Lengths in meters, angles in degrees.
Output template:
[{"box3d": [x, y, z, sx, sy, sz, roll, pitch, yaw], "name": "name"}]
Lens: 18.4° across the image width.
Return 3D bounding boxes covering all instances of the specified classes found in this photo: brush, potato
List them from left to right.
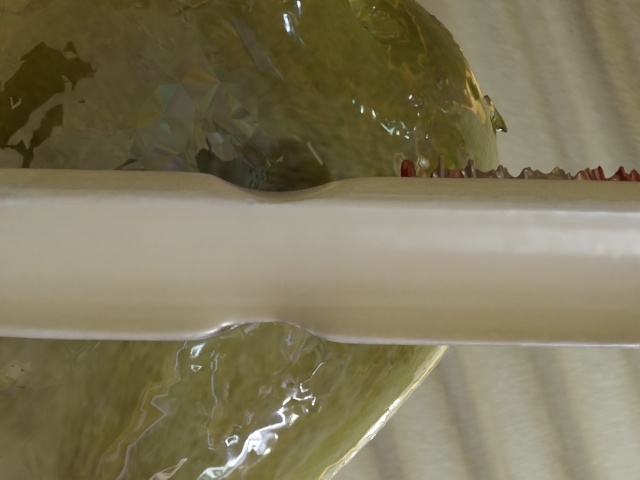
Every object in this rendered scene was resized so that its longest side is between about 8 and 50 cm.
[{"box3d": [-0.097, 0.014, 0.781, 0.270, 0.219, 0.359, 46, -102, -20], "name": "potato"}, {"box3d": [0.000, 0.000, 0.665, 0.321, 0.050, 0.060, 1, -64, -5], "name": "brush"}]
